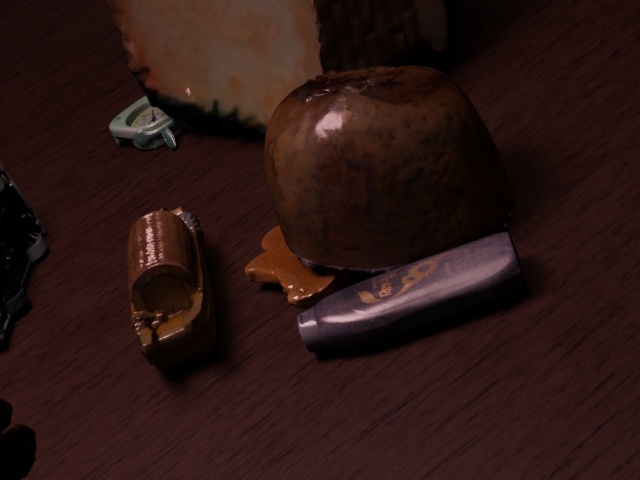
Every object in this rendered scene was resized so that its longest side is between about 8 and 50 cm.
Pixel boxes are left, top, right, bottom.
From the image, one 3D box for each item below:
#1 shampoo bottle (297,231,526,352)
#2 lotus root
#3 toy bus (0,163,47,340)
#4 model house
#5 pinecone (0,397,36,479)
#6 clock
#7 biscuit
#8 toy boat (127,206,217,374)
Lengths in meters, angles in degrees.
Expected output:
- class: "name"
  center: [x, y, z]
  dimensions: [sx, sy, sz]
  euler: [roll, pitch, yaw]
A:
- class: "shampoo bottle"
  center: [0.091, 0.057, 1.479]
  dimensions: [0.234, 0.049, 0.087]
  euler: [-20, 28, 9]
- class: "lotus root"
  center: [0.068, -0.101, 1.589]
  dimensions: [0.272, 0.192, 0.272]
  euler: [-14, 24, 6]
- class: "toy bus"
  center: [-0.462, 0.033, 1.844]
  dimensions: [0.165, 0.133, 0.271]
  euler: [-23, 27, 14]
- class: "model house"
  center: [-0.018, -0.383, 1.970]
  dimensions: [0.400, 0.395, 0.445]
  euler: [-33, 25, -35]
- class: "pinecone"
  center: [-0.343, 0.258, 1.305]
  dimensions: [0.246, 0.246, 0.292]
  euler: [-36, 50, -18]
- class: "clock"
  center: [-0.234, -0.167, 2.078]
  dimensions: [0.101, 0.041, 0.135]
  euler: [-39, 34, -23]
- class: "biscuit"
  center: [0.000, 0.000, 1.650]
  dimensions: [0.162, 0.035, 0.250]
  euler: [-8, 34, 15]
- class: "toy boat"
  center: [-0.172, 0.039, 1.635]
  dimensions: [0.089, 0.115, 0.310]
  euler: [-22, 30, 5]
